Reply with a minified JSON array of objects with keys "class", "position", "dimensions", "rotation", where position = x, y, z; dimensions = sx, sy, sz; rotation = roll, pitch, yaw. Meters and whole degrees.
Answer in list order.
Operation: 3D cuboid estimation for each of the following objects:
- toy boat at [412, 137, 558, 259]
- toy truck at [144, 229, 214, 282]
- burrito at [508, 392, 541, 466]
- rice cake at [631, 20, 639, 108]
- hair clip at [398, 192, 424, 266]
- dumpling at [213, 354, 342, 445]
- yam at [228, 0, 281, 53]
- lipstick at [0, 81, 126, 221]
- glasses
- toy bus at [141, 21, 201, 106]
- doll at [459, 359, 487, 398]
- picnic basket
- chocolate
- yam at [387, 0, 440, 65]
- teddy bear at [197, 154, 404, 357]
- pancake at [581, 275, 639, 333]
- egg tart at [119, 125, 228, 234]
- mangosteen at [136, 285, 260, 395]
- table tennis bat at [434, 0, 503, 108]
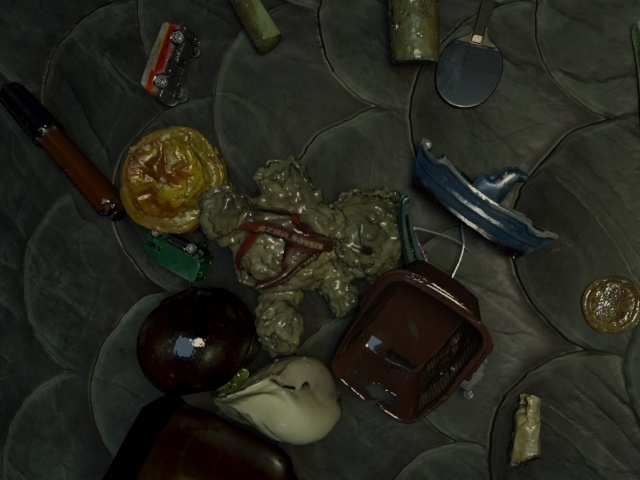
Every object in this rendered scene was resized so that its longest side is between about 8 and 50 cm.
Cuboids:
[{"class":"toy boat","position":[0.309,-0.092,0.848],"dimensions":[0.309,0.129,0.143],"rotation":[39,106,10]},{"class":"toy truck","position":[-0.312,0.023,0.989],"dimensions":[0.147,0.065,0.079],"rotation":[27,96,8]},{"class":"burrito","position":[0.393,0.368,0.860],"dimensions":[0.041,0.055,0.149],"rotation":[9,88,-20]},{"class":"rice cake","position":[0.640,-0.306,0.841],"dimensions":[0.080,0.042,0.222],"rotation":[-5,87,11]},{"class":"hair clip","position":[0.172,0.012,0.844],"dimensions":[0.039,0.070,0.230],"rotation":[-31,119,-15]},{"class":"dumpling","position":[-0.085,0.296,0.847],"dimensions":[0.226,0.175,0.243],"rotation":[-21,117,22]},{"class":"yam","position":[-0.150,-0.494,0.974],"dimensions":[0.068,0.068,0.170],"rotation":[-31,83,8]},{"class":"lipstick","position":[-0.595,-0.206,1.041],"dimensions":[0.077,0.077,0.418],"rotation":[-44,82,6]},{"class":"glasses","position":[0.251,0.015,0.886],"dimensions":[0.103,0.062,0.140],"rotation":[-27,92,6]},{"class":"toy bus","position":[-0.338,-0.394,1.004],"dimensions":[0.077,0.079,0.175],"rotation":[24,93,19]},{"class":"doll","position":[0.270,0.214,0.877],"dimensions":[0.093,0.079,0.180],"rotation":[-19,72,23]},{"class":"picnic basket","position":[0.168,0.172,0.817],"dimensions":[0.222,0.129,0.297],"rotation":[34,125,11]},{"class":"chocolate","position":[-0.192,0.510,0.803],"dimensions":[0.330,0.383,0.385],"rotation":[14,91,10]},{"class":"yam","position":[0.185,-0.438,0.893],"dimensions":[0.107,0.107,0.194],"rotation":[-2,89,10]},{"class":"teddy bear","position":[0.000,0.000,0.865],"dimensions":[0.367,0.224,0.358],"rotation":[-20,104,7]},{"class":"pancake","position":[0.557,0.123,0.856],"dimensions":[0.114,0.011,0.115],"rotation":[0,90,10]},{"class":"egg tart","position":[-0.309,-0.125,0.966],"dimensions":[0.240,0.106,0.241],"rotation":[-1,82,7]},{"class":"mangosteen","position":[-0.220,0.227,0.896],"dimensions":[0.231,0.231,0.289],"rotation":[-33,103,8]},{"class":"table tennis bat","position":[0.310,-0.377,0.913],"dimensions":[0.130,0.019,0.221],"rotation":[17,93,9]}]
